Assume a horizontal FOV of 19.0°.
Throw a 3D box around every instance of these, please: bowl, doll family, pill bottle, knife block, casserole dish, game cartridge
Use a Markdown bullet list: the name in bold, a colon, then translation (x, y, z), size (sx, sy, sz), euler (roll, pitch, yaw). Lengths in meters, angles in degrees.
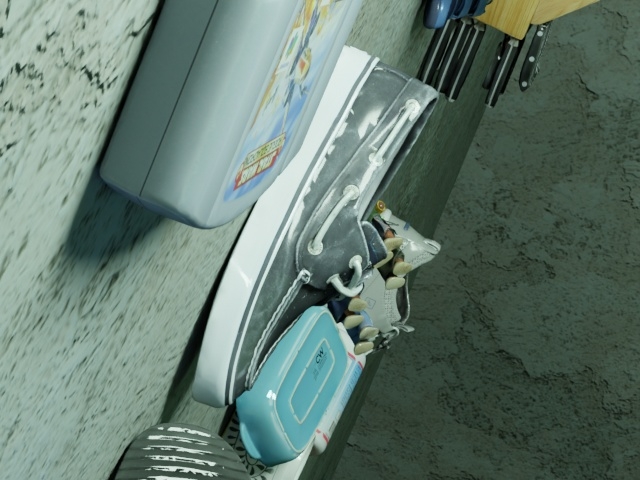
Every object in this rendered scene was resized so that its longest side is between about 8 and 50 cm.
- **bowl**: translation (-0.056, 0.215, 1.947), size (0.170, 0.080, 0.170), euler (-63, 174, -12)
- **doll family**: translation (0.032, 0.024, 1.930), size (0.076, 0.111, 0.193), euler (1, 129, -40)
- **pill bottle**: translation (-0.004, 0.146, 2.080), size (0.087, 0.087, 0.160), euler (101, 15, -67)
- **knife block**: translation (0.189, -0.296, 2.128), size (0.275, 0.242, 0.088), euler (66, 20, -13)
- **casserole dish**: translation (-0.022, 0.137, 1.873), size (0.188, 0.037, 0.114), euler (-60, 139, -41)
- **game cartridge**: translation (-0.030, -0.108, 1.020), size (0.297, 0.062, 0.198), euler (-43, 153, -75)

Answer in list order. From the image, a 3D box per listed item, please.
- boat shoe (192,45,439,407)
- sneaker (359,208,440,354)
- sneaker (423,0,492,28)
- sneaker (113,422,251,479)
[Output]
- **boat shoe**: translation (0.000, 0.000, 1.457), size (0.108, 0.102, 0.301), euler (95, 20, -73)
- **sneaker**: translation (0.046, 0.098, 2.181), size (0.105, 0.115, 0.281), euler (-54, 167, -62)
- **sneaker**: translation (0.144, -0.251, 1.921), size (0.144, 0.059, 0.053), euler (-56, 172, -51)
- **sneaker**: translation (-0.116, 0.291, 1.328), size (0.146, 0.122, 0.330), euler (132, -36, -51)
